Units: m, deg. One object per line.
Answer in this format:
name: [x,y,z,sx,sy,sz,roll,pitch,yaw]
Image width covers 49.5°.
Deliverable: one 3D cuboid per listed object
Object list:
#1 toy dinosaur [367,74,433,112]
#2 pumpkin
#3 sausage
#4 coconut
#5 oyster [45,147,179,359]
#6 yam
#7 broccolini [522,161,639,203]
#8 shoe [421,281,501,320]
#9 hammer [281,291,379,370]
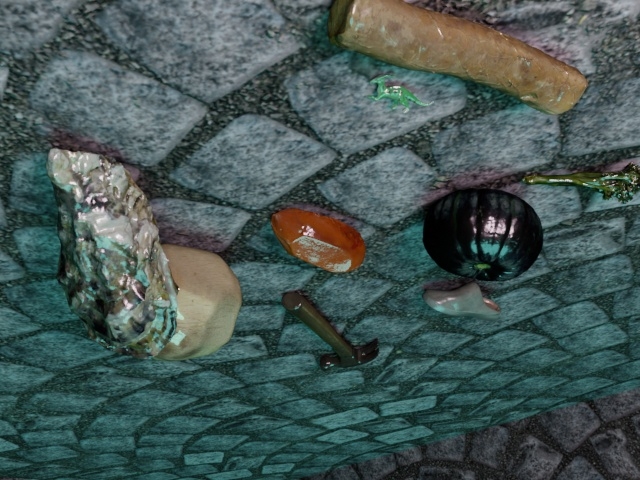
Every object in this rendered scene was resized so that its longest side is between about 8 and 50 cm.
toy dinosaur: [0.102,-0.195,0.903,0.083,0.021,0.062,-11,138,8]
pumpkin: [0.269,-0.012,1.156,0.202,0.140,0.202,6,158,3]
sausage: [0.000,0.000,1.164,0.179,0.089,0.089,20,142,-25]
coconut: [-0.252,0.109,1.182,0.224,0.224,0.224,-6,151,-3]
oyster: [-0.307,0.015,0.992,0.162,0.158,0.351,-18,124,-11]
yam: [0.170,-0.218,0.821,0.357,0.081,0.081,11,146,-28]
broccolini: [0.434,-0.086,1.143,0.201,0.058,0.074,-6,144,-5]
shoe: [0.311,0.119,1.490,0.195,0.079,0.078,15,109,-23]
hammer: [0.012,0.215,1.594,0.168,0.044,0.440,-15,151,15]
